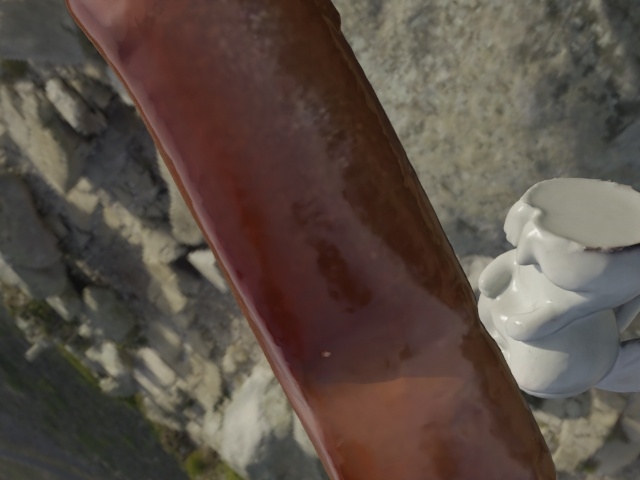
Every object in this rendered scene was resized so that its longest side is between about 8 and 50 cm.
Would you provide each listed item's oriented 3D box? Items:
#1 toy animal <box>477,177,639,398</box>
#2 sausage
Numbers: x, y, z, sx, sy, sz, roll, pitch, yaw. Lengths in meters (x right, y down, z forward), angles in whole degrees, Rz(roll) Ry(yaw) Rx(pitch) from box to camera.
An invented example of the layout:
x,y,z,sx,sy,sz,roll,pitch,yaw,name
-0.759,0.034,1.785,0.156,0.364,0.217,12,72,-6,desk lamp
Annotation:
x,y,z,sx,sy,sz,roll,pitch,yaw,name
0.228,0.044,0.893,0.127,0.179,0.193,-114,13,-53,toy animal
0.001,0.000,0.458,0.348,0.097,0.094,63,-179,-12,sausage
